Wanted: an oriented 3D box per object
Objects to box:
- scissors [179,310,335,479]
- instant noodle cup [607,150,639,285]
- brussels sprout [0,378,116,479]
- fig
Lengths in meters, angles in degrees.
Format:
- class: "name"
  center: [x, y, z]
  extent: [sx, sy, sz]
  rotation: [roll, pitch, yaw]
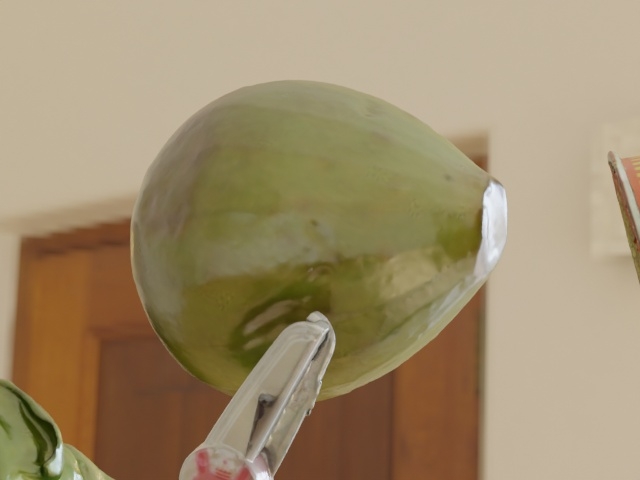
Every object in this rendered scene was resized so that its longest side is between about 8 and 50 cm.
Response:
- class: "scissors"
  center: [-0.058, 0.143, 1.175]
  extent: [0.118, 0.242, 0.030]
  rotation: [33, 20, 12]
- class: "instant noodle cup"
  center: [0.286, 0.013, 1.113]
  extent: [0.212, 0.193, 0.193]
  rotation: [-16, -15, 6]
- class: "brussels sprout"
  center: [-0.269, 0.262, 1.616]
  extent: [0.227, 0.294, 0.259]
  rotation: [17, -4, 33]
- class: "fig"
  center: [-0.009, -0.002, 1.240]
  extent: [0.207, 0.207, 0.230]
  rotation: [10, -12, -32]
